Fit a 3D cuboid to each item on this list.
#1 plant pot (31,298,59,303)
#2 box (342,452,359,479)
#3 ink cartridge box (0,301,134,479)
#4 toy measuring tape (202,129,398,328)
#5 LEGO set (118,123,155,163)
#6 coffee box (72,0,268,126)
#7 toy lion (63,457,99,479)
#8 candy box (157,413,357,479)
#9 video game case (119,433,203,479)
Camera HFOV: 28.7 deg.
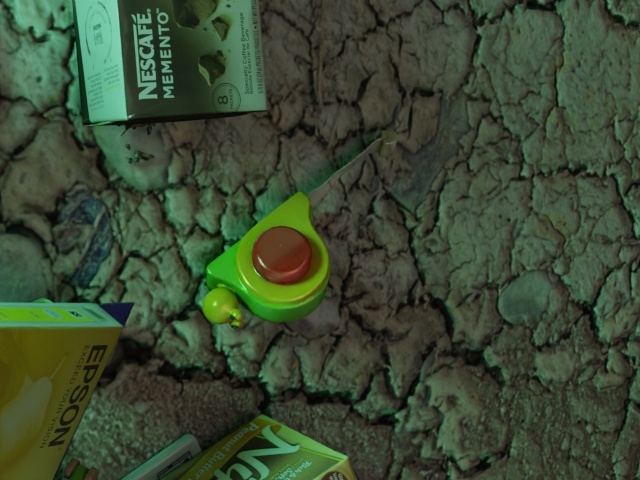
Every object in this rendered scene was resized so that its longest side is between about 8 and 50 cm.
[{"bbox_3d":[-0.264,0.101,1.345,0.079,0.083,0.083,-4,101,-46],"label":"plant pot"},{"bbox_3d":[0.026,0.388,1.538,0.136,0.036,0.225,-19,68,-30],"label":"box"},{"bbox_3d":[-0.309,0.202,1.215,0.307,0.072,0.304,8,110,-61],"label":"ink cartridge box"},{"bbox_3d":[0.000,0.000,1.473,0.330,0.121,0.121,-39,118,-22],"label":"toy measuring tape"},{"bbox_3d":[-0.204,-0.126,1.375,0.054,0.023,0.083,5,109,-33],"label":"LEGO set"},{"bbox_3d":[-0.163,-0.271,1.294,0.168,0.119,0.297,-7,96,-33],"label":"coffee box"},{"bbox_3d":[-0.276,0.291,1.347,0.096,0.034,0.100,-58,167,-35],"label":"toy lion"},{"bbox_3d":[-0.128,0.325,1.383,0.316,0.183,0.088,-29,114,-27],"label":"candy box"},{"bbox_3d":[-0.194,0.348,1.469,0.190,0.022,0.173,-33,116,-26],"label":"video game case"}]
